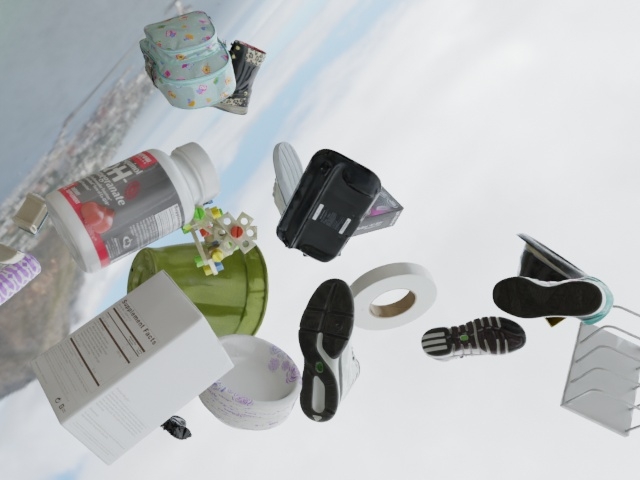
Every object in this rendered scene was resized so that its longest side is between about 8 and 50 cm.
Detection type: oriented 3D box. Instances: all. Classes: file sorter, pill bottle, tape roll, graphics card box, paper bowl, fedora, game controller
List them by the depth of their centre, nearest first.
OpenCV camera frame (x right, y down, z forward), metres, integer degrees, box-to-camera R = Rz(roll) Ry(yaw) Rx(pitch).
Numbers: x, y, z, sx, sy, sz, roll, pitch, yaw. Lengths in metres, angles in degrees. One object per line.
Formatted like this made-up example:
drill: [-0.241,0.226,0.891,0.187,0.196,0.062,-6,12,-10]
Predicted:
pill bottle: [-0.371,-0.080,1.258,0.318,0.176,0.176,-31,-171,-27]
game controller: [0.012,-0.068,1.397,0.319,0.166,0.067,122,-14,-47]
file sorter: [0.806,0.348,1.671,0.173,0.192,0.278,106,11,-61]
paper bowl: [-0.204,0.401,1.693,0.284,0.284,0.148,-88,-162,-63]
graphics card box: [0.067,-0.119,1.996,0.370,0.233,0.094,-13,142,-42]
fedora: [0.757,0.113,2.075,0.153,0.334,0.334,-57,-164,13]
tape roll: [0.288,0.237,2.553,0.392,0.392,0.072,-40,-136,27]

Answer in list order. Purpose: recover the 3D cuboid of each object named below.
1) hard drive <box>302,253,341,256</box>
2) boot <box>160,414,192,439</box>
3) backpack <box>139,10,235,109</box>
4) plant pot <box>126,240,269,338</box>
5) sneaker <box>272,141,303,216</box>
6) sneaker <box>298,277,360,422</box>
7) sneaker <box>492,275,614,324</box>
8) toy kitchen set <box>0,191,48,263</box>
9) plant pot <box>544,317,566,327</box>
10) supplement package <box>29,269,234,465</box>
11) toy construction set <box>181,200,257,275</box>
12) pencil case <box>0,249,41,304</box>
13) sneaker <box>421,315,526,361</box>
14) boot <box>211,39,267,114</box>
hard drive: [0.000,0.000,1.792,0.135,0.094,0.022,-2,-176,43]
boot: [-0.371,0.487,1.604,0.099,0.121,0.045,14,-109,40]
backpack: [-0.262,-0.359,1.238,0.165,0.188,0.144,-22,152,-18]
plant pot: [-0.411,0.156,1.972,0.366,0.352,0.367,-11,-104,50]
sneaker: [-0.097,-0.141,1.704,0.091,0.258,0.094,-3,-166,41]
sneaker: [0.040,0.333,1.996,0.257,0.169,0.448,-7,106,-73]
sneaker: [0.603,0.145,1.560,0.295,0.178,0.124,0,-98,49]
toy kitchen set: [-0.702,-0.055,1.309,0.166,0.207,0.122,-64,-171,-11]
plant pot: [0.724,0.208,1.938,0.081,0.081,0.083,-37,-167,8]
supplement package: [-0.347,0.234,1.164,0.293,0.178,0.175,-37,-132,-17]
toy construction set: [-0.274,-0.025,1.541,0.151,0.215,0.327,-22,-179,-24]
pencil case: [-0.880,0.113,1.719,0.206,0.088,0.086,-53,-176,-41]
sneaker: [0.414,0.280,1.712,0.162,0.281,0.107,79,8,-69]
boot: [-0.258,-0.426,1.554,0.085,0.236,0.179,50,-59,43]
